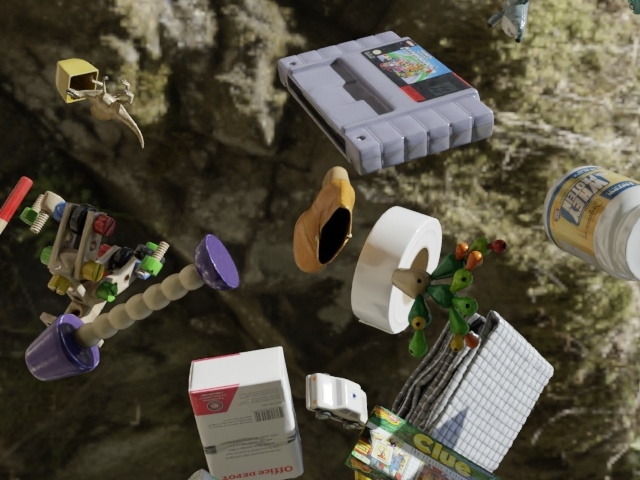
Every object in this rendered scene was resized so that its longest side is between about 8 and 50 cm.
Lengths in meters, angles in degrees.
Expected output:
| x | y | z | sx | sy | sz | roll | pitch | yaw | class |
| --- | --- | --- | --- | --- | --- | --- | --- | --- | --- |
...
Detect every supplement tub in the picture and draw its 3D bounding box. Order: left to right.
| x | y | z | sx | sy | sz | roll | pitch | yaw | class |
| --- | --- | --- | --- | --- | --- | --- | --- | --- | --- |
| 0.444 | -0.024 | 1.319 | 0.199 | 0.144 | 0.144 | -139 | -131 | -64 | supplement tub |

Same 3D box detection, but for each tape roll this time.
| x | y | z | sx | sy | sz | roll | pitch | yaw | class |
| --- | --- | --- | --- | --- | --- | --- | --- | --- | --- |
| 0.181 | 0.069 | 2.055 | 0.286 | 0.100 | 0.286 | -47 | 148 | -43 | tape roll |

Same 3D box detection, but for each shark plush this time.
| x | y | z | sx | sy | sz | roll | pitch | yaw | class |
| --- | --- | --- | --- | --- | --- | --- | --- | --- | --- |
| 0.376 | -0.434 | 1.617 | 0.161 | 0.073 | 0.067 | -56 | -173 | -21 | shark plush |

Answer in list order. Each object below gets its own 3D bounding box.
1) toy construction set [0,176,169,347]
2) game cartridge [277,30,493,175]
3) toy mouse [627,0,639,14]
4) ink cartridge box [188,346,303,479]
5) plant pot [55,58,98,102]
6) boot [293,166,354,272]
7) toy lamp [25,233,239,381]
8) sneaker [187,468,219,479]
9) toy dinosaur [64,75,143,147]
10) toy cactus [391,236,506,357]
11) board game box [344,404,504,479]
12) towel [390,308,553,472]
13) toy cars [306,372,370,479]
| x | y | z | sx | sy | sz | roll | pitch | yaw | class |
| --- | --- | --- | --- | --- | --- | --- | --- | --- | --- |
| -0.472 | 0.060 | 1.613 | 0.237 | 0.309 | 0.257 | -61 | -175 | -17 | toy construction set |
| 0.095 | -0.236 | 1.405 | 0.355 | 0.230 | 0.068 | -125 | -162 | -50 | game cartridge |
| 0.629 | -0.457 | 1.658 | 0.031 | 0.161 | 0.143 | -1 | -106 | 64 | toy mouse |
| -0.134 | 0.330 | 1.625 | 0.100 | 0.172 | 0.237 | -99 | 179 | -60 | ink cartridge box |
| -0.601 | -0.398 | 2.139 | 0.083 | 0.081 | 0.081 | 45 | -45 | 24 | plant pot |
| 0.001 | 0.000 | 1.914 | 0.211 | 0.104 | 0.295 | -87 | -166 | -57 | boot |
| -0.229 | 0.089 | 1.049 | 0.080 | 0.274 | 0.080 | 58 | 14 | -23 | toy lamp |
| -0.201 | 0.505 | 1.366 | 0.256 | 0.151 | 0.094 | -54 | -169 | -14 | sneaker |
| -0.405 | -0.268 | 1.729 | 0.092 | 0.183 | 0.053 | -48 | -157 | 24 | toy dinosaur |
| 0.189 | 0.080 | 1.381 | 0.180 | 0.112 | 0.219 | 21 | -96 | 52 | toy cactus |
| 0.173 | 0.357 | 1.326 | 0.030 | 0.259 | 0.136 | -64 | 173 | 28 | board game box |
| 0.271 | 0.281 | 1.617 | 0.121 | 0.235 | 0.284 | 23 | -102 | 50 | towel |
| 0.110 | 0.441 | 1.979 | 0.394 | 0.087 | 0.176 | 58 | 34 | -8 | toy cars |
